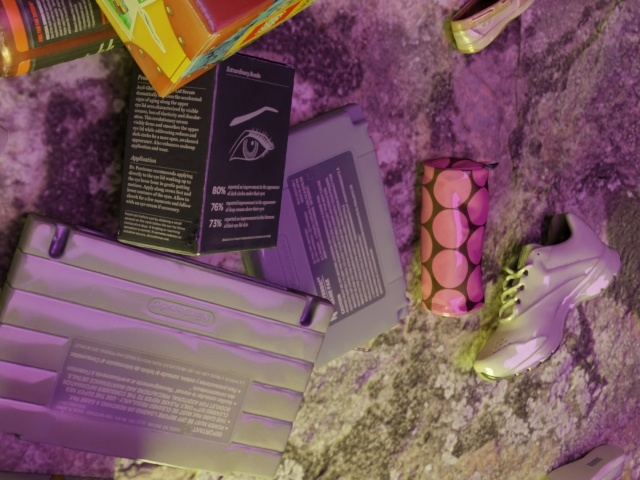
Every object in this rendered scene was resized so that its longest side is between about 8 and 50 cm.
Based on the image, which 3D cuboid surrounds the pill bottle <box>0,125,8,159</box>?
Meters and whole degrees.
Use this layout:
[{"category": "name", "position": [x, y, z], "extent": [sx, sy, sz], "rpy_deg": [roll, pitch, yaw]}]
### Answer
[{"category": "pill bottle", "position": [-0.390, -0.115, 0.789], "extent": [0.215, 0.117, 0.117], "rpy_deg": [32, 81, -34]}]

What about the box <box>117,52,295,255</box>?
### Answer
[{"category": "box", "position": [-0.117, -0.095, 0.951], "extent": [0.153, 0.108, 0.207], "rpy_deg": [-4, 102, -62]}]

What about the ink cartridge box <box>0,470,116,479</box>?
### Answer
[{"category": "ink cartridge box", "position": [-0.282, 0.323, 0.940], "extent": [0.176, 0.127, 0.128], "rpy_deg": [16, 89, -35]}]

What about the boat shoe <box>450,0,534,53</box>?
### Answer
[{"category": "boat shoe", "position": [0.236, -0.323, 1.205], "extent": [0.170, 0.063, 0.059], "rpy_deg": [-49, 127, -16]}]

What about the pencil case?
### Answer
[{"category": "pencil case", "position": [0.185, -0.006, 1.219], "extent": [0.098, 0.095, 0.209], "rpy_deg": [-11, 108, -49]}]

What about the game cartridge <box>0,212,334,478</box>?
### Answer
[{"category": "game cartridge", "position": [-0.178, 0.127, 0.989], "extent": [0.355, 0.068, 0.230], "rpy_deg": [18, 97, -27]}]

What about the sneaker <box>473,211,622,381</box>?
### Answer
[{"category": "sneaker", "position": [0.310, 0.081, 1.326], "extent": [0.129, 0.111, 0.297], "rpy_deg": [49, 67, -14]}]

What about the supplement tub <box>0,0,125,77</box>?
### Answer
[{"category": "supplement tub", "position": [-0.267, -0.217, 0.860], "extent": [0.198, 0.106, 0.106], "rpy_deg": [-24, 112, -29]}]

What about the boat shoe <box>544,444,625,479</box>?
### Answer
[{"category": "boat shoe", "position": [0.431, 0.394, 1.482], "extent": [0.184, 0.066, 0.063], "rpy_deg": [-19, 108, -40]}]

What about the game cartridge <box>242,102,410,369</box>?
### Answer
[{"category": "game cartridge", "position": [0.000, 0.000, 1.116], "extent": [0.196, 0.060, 0.294], "rpy_deg": [-27, 113, -31]}]

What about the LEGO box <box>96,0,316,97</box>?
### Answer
[{"category": "LEGO box", "position": [-0.107, -0.441, 0.774], "extent": [0.372, 0.193, 0.500], "rpy_deg": [-36, 97, -21]}]
